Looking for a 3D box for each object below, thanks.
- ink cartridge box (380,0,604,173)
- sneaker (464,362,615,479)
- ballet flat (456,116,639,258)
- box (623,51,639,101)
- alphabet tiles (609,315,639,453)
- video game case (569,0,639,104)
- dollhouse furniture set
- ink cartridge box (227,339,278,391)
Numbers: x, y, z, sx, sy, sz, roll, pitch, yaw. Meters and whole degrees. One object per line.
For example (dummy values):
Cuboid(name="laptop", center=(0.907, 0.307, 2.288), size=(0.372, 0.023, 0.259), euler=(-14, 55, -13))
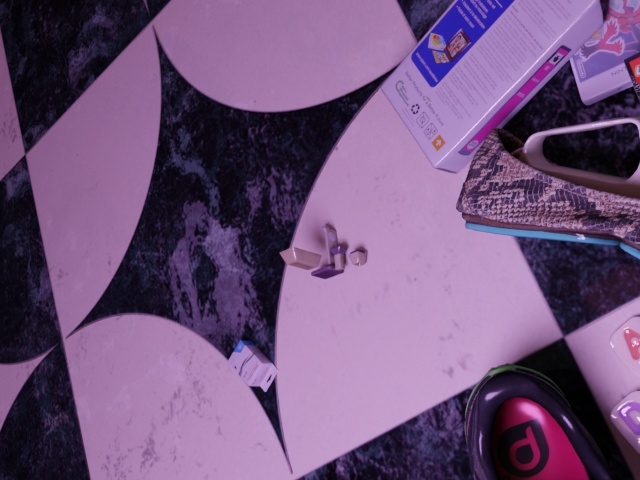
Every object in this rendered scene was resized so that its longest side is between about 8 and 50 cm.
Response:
Cuboid(name="ink cartridge box", center=(0.249, -0.280, 1.116), size=(0.371, 0.069, 0.175), euler=(-49, 53, 31))
Cuboid(name="sneaker", center=(0.266, 0.362, 0.886), size=(0.185, 0.202, 0.482), euler=(-25, 65, 8))
Cuboid(name="ballet flat", center=(0.358, -0.046, 0.918), size=(0.483, 0.164, 0.181), euler=(23, 104, 47))
Cuboid(name="box", center=(0.485, -0.184, 0.919), size=(0.233, 0.044, 0.159), euler=(-25, 75, 34))
Cuboid(name="alphabet tiles", center=(0.466, 0.161, 0.896), size=(0.284, 0.021, 0.278), euler=(-48, 55, 22))
Cuboid(name="video game case", center=(0.397, -0.299, 1.044), size=(0.183, 0.023, 0.201), euler=(-23, 67, 34))
Cuboid(name="dollhouse furniture set", center=(0.000, 0.000, 1.258), size=(0.091, 0.114, 0.081), euler=(-22, 63, 37))
Cuboid(name="ink cartridge box", center=(-0.113, 0.210, 1.363), size=(0.083, 0.028, 0.048), euler=(40, 107, 37))
